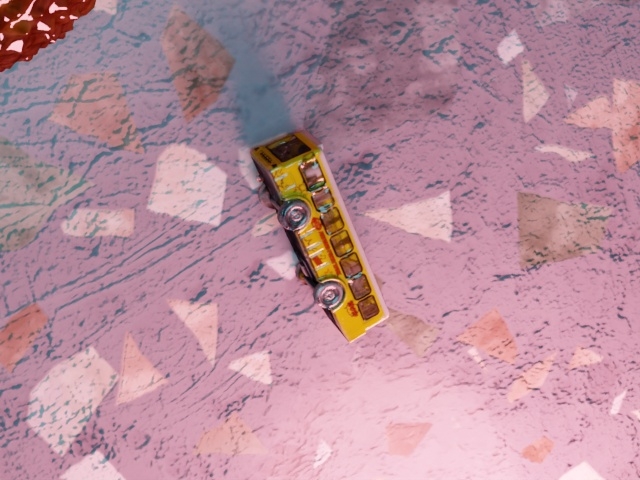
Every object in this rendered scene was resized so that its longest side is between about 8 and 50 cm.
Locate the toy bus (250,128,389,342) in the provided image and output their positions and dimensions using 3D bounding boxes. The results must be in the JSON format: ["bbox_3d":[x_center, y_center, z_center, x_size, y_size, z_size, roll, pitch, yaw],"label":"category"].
[{"bbox_3d":[0.000,0.000,1.010,0.074,0.081,0.226,-28,117,-8],"label":"toy bus"}]

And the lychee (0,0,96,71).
[{"bbox_3d":[-0.282,-0.246,0.709,0.304,0.276,0.275,-18,116,-21],"label":"lychee"}]
